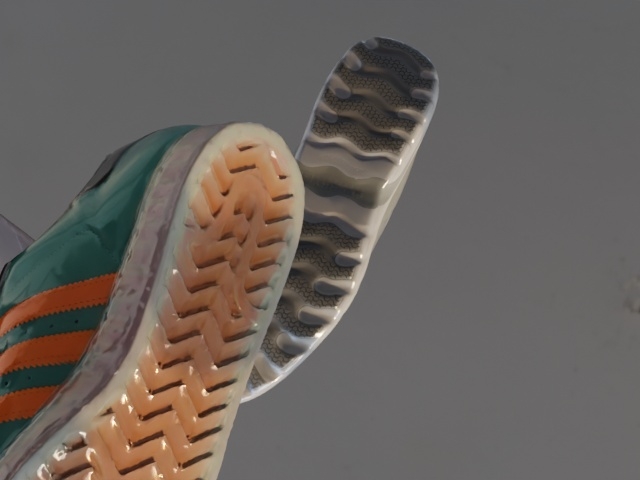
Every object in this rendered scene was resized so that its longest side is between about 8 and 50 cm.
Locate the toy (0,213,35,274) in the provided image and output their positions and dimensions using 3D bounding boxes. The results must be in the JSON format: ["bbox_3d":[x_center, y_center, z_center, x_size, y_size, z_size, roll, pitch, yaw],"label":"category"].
[{"bbox_3d":[-0.219,0.039,0.702,0.237,0.056,0.137,36,-87,10],"label":"toy"}]

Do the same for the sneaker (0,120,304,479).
[{"bbox_3d":[-0.114,0.076,0.585,0.121,0.108,0.302,1,-123,45],"label":"sneaker"}]

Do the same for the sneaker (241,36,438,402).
[{"bbox_3d":[0.000,0.000,0.841,0.105,0.115,0.281,32,-104,14],"label":"sneaker"}]
